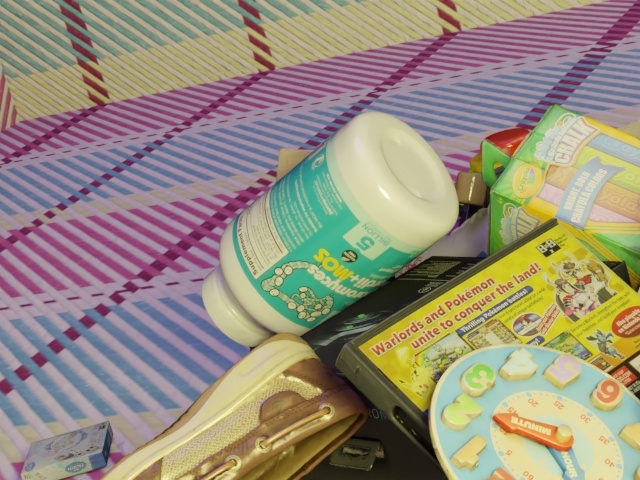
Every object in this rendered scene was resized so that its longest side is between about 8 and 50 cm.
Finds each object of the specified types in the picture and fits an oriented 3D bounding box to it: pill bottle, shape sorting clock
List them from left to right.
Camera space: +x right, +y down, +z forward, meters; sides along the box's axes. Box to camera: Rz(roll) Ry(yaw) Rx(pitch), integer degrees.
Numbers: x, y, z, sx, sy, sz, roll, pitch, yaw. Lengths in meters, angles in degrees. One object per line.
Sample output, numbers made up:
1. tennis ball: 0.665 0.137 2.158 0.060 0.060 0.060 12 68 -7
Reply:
1. pill bottle: 0.000 0.000 1.765 0.264 0.146 0.146 -39 2 30
2. shape sorting clock: 0.181 0.157 1.360 0.206 0.040 0.206 11 46 -11

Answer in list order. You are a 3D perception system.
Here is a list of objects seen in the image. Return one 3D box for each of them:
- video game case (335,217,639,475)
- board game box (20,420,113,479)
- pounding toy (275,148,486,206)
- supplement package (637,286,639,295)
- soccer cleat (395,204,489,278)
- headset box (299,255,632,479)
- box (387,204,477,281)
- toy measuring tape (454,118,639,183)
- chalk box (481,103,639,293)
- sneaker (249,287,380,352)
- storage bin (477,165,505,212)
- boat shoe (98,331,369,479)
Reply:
1. video game case: 0.191 0.120 1.453 0.275 0.035 0.248 -29 63 -38
2. board game box: -0.268 0.227 1.885 0.090 0.020 0.090 -15 15 3
3. pounding toy: 0.075 -0.033 1.918 0.206 0.094 0.181 4 -7 17
4. supplement package: 0.446 -0.009 1.555 0.177 0.175 0.293 38 47 26
5. soccer cleat: 0.203 0.005 1.933 0.116 0.143 0.331 -19 15 -36
6. headset box: 0.116 0.127 1.625 0.246 0.131 0.283 0 22 46
7. box: 0.110 -0.002 2.202 0.162 0.029 0.116 -11 43 26
8. toy measuring tape: 0.302 -0.108 2.310 0.330 0.121 0.121 -23 16 -23
9. chalk box: 0.242 -0.030 1.711 0.213 0.132 0.132 24 58 23
10. sneaker: 0.007 0.104 1.909 0.100 0.108 0.271 6 34 23
11. storage bin: 0.271 -0.041 2.168 0.135 0.098 0.091 -21 43 -17
12. boat shoe: -0.100 0.229 1.475 0.342 0.123 0.123 -42 64 -19
